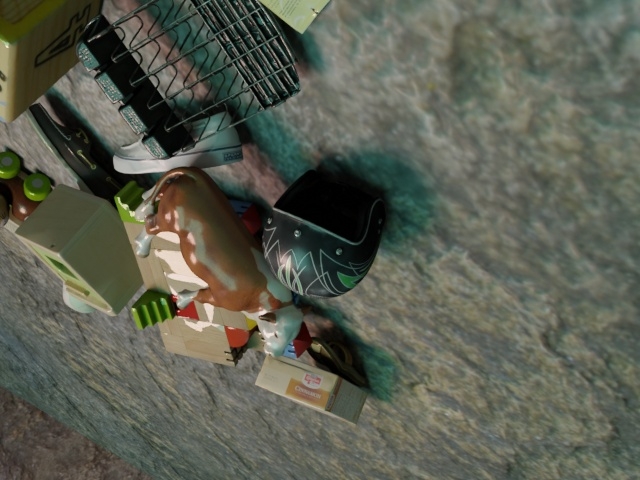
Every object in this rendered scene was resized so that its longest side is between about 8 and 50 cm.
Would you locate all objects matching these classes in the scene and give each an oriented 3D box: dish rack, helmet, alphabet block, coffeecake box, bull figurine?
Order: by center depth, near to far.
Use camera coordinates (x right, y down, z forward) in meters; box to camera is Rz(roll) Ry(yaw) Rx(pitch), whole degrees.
[{"bbox_3d":[-0.160,-0.224,1.077,0.272,0.074,0.208,-21,117,30],"label":"dish rack"},{"bbox_3d":[-0.419,-0.310,1.135,0.192,0.193,0.197,35,150,-2],"label":"alphabet block"},{"bbox_3d":[0.000,0.000,1.175,0.169,0.161,0.169,26,148,17],"label":"helmet"},{"bbox_3d":[-0.147,0.033,1.243,0.188,0.101,0.310,-16,111,39],"label":"bull figurine"},{"bbox_3d":[-0.012,0.270,1.569,0.142,0.068,0.185,16,167,25],"label":"coffeecake box"}]

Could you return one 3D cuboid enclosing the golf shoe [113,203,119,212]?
[{"bbox_3d":[-0.326,-0.032,1.561,0.176,0.069,0.086,21,141,21],"label":"golf shoe"}]

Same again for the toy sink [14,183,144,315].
[{"bbox_3d":[-0.387,0.036,1.499,0.153,0.131,0.234,19,153,41],"label":"toy sink"}]

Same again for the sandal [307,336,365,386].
[{"bbox_3d":[0.032,0.212,1.563,0.072,0.049,0.180,15,159,41],"label":"sandal"}]

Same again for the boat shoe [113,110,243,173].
[{"bbox_3d":[-0.215,-0.148,1.276,0.258,0.095,0.084,-1,104,37],"label":"boat shoe"}]

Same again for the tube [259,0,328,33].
[{"bbox_3d":[-0.096,-0.321,0.934,0.240,0.062,0.070,37,-168,-10],"label":"tube"}]

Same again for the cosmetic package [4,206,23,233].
[{"bbox_3d":[-0.672,-0.043,1.916,0.115,0.041,0.060,33,149,5],"label":"cosmetic package"}]

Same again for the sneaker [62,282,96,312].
[{"bbox_3d":[-0.480,0.113,1.891,0.151,0.094,0.256,26,150,10],"label":"sneaker"}]

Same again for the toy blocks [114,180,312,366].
[{"bbox_3d":[-0.158,0.072,1.433,0.261,0.190,0.381,8,129,25],"label":"toy blocks"}]

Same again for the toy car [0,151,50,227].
[{"bbox_3d":[-0.643,-0.054,1.724,0.149,0.188,0.155,36,150,1],"label":"toy car"}]

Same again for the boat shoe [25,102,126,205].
[{"bbox_3d":[-0.420,-0.151,1.488,0.227,0.069,0.081,57,172,-31],"label":"boat shoe"}]
